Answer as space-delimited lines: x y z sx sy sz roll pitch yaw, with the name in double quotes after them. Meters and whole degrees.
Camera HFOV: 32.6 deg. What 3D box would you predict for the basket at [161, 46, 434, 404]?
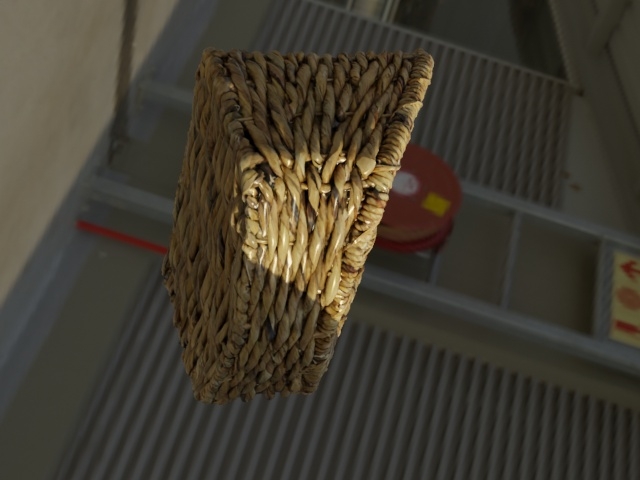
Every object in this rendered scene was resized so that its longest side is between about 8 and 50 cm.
0.000 0.000 0.963 0.299 0.223 0.213 108 -29 -41 "basket"
